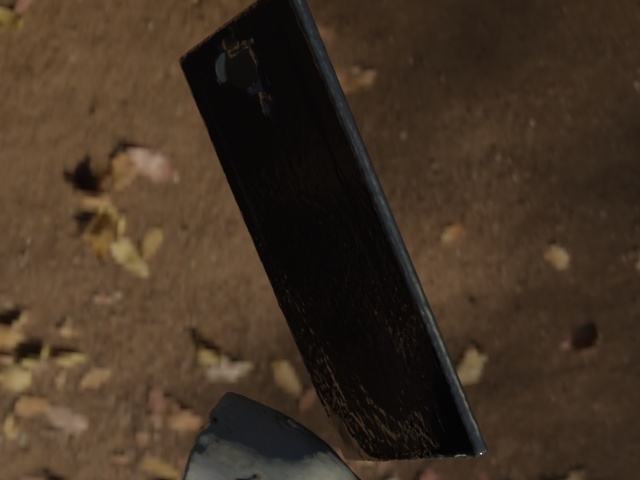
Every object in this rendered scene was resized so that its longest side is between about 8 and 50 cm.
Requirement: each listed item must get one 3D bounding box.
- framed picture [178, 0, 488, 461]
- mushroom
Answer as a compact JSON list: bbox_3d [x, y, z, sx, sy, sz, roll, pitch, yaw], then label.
[{"bbox_3d":[0.000,0.000,1.324,0.013,0.244,0.323,-22,91,-22],"label":"framed picture"},{"bbox_3d":[0.000,0.189,1.306,0.225,0.116,0.093,29,159,-15],"label":"mushroom"}]
